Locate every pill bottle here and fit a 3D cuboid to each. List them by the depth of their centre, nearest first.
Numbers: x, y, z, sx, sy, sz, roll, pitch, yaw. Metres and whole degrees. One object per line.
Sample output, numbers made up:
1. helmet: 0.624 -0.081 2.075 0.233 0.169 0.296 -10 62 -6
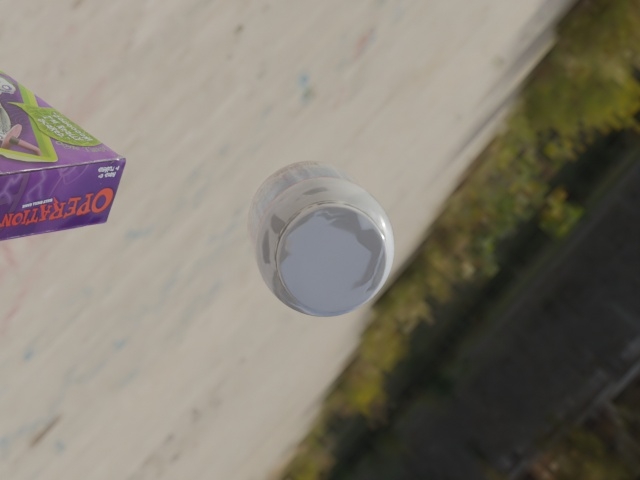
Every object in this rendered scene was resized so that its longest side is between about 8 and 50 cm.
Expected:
1. pill bottle: 0.000 0.000 1.192 0.087 0.087 0.160 -48 -171 3

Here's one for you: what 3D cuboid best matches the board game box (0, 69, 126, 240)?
1. board game box: -0.293 -0.097 1.003 0.208 0.347 0.056 -16 132 -47
